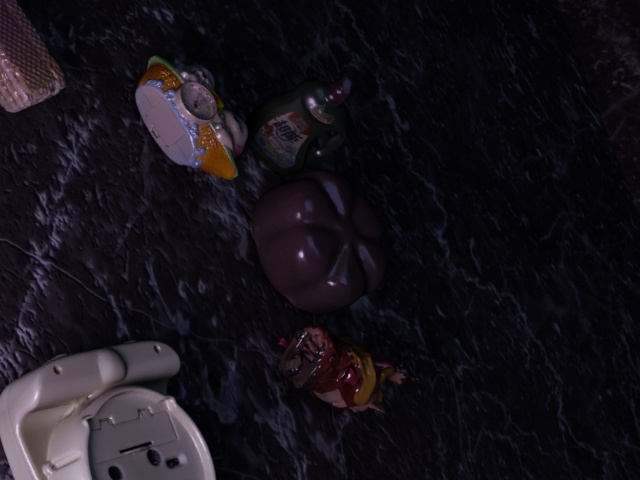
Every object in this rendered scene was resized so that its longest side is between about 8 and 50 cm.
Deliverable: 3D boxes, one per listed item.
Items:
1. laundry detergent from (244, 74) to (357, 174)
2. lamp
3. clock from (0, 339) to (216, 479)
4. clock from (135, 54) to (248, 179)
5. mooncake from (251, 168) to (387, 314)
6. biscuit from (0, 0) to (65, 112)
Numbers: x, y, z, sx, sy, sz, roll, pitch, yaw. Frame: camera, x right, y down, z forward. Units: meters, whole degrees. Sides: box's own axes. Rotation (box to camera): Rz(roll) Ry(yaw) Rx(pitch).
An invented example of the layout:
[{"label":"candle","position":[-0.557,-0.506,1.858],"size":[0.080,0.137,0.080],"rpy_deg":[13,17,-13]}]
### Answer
[{"label":"laundry detergent","position":[-0.016,-0.202,2.236],"size":[0.144,0.222,0.078],"rpy_deg":[43,36,-25]},{"label":"lamp","position":[0.049,0.215,2.114],"size":[0.253,0.118,0.118],"rpy_deg":[27,45,-44]},{"label":"clock","position":[-0.242,0.293,1.665],"size":[0.265,0.109,0.324],"rpy_deg":[-9,73,-55]},{"label":"clock","position":[-0.198,-0.196,2.101],"size":[0.144,0.103,0.231],"rpy_deg":[-31,90,-48]},{"label":"mooncake","position":[0.000,0.000,2.196],"size":[0.245,0.133,0.245],"rpy_deg":[25,54,-40]},{"label":"biscuit","position":[-0.457,-0.294,1.866],"size":[0.239,0.062,0.108],"rpy_deg":[58,31,-6]}]
